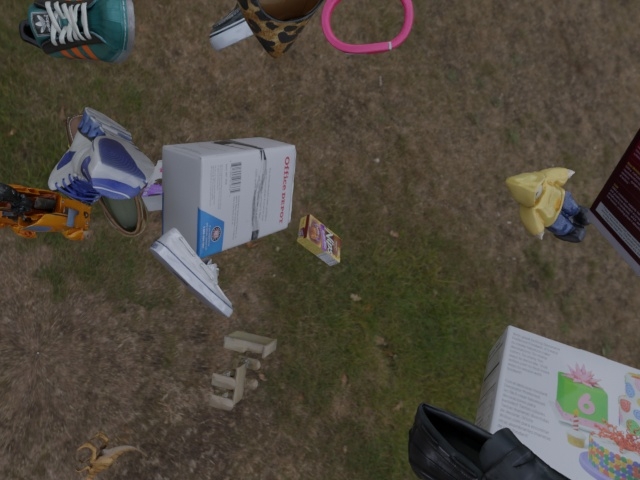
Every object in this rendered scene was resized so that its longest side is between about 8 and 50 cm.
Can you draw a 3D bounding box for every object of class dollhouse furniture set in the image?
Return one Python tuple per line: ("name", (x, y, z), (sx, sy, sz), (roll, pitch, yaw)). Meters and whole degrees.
("dollhouse furniture set", (-0.264, 0.465, 1.672), (0.212, 0.161, 0.242), (-9, 107, -74))

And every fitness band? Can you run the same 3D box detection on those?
("fitness band", (0.147, -0.704, 1.485), (0.054, 0.291, 0.209), (-54, 143, -71))

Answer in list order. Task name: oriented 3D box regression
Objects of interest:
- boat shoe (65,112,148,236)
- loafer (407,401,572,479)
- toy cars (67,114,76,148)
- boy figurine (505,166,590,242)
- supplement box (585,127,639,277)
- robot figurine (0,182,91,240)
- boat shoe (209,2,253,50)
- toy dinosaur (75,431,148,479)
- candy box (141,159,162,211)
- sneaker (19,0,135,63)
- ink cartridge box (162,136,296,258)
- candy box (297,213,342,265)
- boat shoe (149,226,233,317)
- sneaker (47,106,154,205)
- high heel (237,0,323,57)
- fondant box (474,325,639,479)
("boat shoe", (-0.517, -0.157, 1.157), (0.123, 0.120, 0.324), (-28, 109, -15))
("loafer", (0.171, 0.218, 0.436), (0.076, 0.223, 0.078), (-5, 97, -37))
("toy cars", (-0.640, -0.258, 1.365), (0.087, 0.393, 0.176), (-36, 132, -2))
("boy figurine", (0.537, -0.096, 1.095), (0.285, 0.092, 0.177), (26, 94, -37))
("supplement box", (0.396, -0.076, 0.487), (0.073, 0.239, 0.130), (-4, 45, -10))
("robot figurine", (-0.513, -0.049, 0.721), (0.211, 0.291, 0.085), (2, 87, 13))
("boat shoe", (-0.133, -0.565, 1.068), (0.335, 0.121, 0.119), (-41, 121, -10))
("toy dinosaur", (-0.520, 0.523, 1.137), (0.211, 0.064, 0.112), (-36, 90, 6))
("candy box", (-0.492, -0.195, 1.579), (0.070, 0.165, 0.196), (73, 15, -45))
("sneaker", (-0.430, -0.366, 0.815), (0.121, 0.302, 0.108), (-12, 107, -44))
("ink cartridge box", (-0.263, -0.146, 1.400), (0.395, 0.166, 0.285), (-22, 126, -52))
("candy box", (0.000, 0.000, 1.710), (0.187, 0.053, 0.109), (38, 44, -36))
("boat shoe", (-0.279, 0.078, 1.093), (0.084, 0.095, 0.258), (-51, 124, -23))
("sneaker", (-0.459, -0.135, 0.963), (0.127, 0.315, 0.182), (26, 104, -42))
("high heel", (0.001, -0.199, 0.394), (0.093, 0.261, 0.186), (-25, 76, -19))
("fondant box", (0.315, 0.300, 0.583), (0.238, 0.096, 0.330), (18, 55, 13))
